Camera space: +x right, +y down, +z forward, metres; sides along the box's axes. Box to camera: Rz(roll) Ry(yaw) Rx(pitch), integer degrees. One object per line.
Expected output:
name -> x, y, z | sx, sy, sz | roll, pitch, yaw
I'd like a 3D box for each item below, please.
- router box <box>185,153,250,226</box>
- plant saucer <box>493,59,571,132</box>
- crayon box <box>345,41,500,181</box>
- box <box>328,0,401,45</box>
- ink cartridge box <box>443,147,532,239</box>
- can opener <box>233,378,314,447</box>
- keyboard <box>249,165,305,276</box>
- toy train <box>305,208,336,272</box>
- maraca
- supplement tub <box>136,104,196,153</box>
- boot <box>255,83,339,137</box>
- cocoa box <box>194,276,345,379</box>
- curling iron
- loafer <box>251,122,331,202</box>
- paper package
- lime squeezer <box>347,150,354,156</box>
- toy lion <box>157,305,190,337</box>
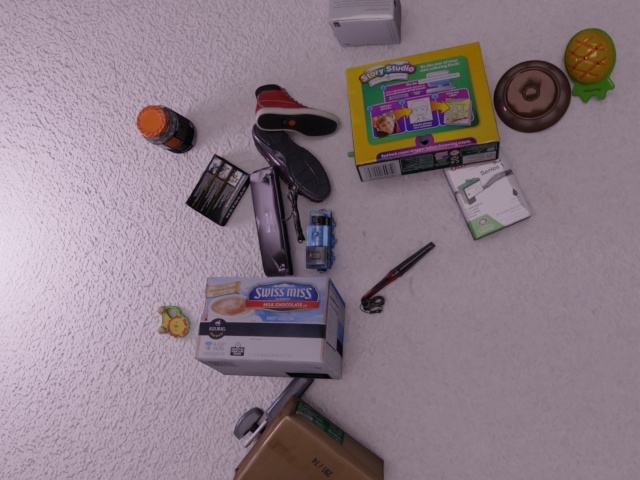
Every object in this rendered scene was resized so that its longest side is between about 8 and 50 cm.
router box -> -0.305, -0.150, 1.809 | 0.133, 0.046, 0.178 | 32, 94, 13
plant saucer -> 0.566, -0.391, 1.613 | 0.199, 0.036, 0.198 | -1, 88, 21
crayon box -> 0.263, -0.341, 1.598 | 0.363, 0.106, 0.312 | -8, 65, 10
box -> 0.127, -0.631, 1.670 | 0.182, 0.181, 0.118 | 2, 87, 13
ink cartridge box -> 0.441, -0.131, 1.606 | 0.160, 0.092, 0.219 | -25, 81, 10
can opener -> -0.140, 0.470, 1.712 | 0.095, 0.076, 0.283 | 40, 94, 12
keyboard -> -0.115, -0.056, 1.712 | 0.202, 0.033, 0.316 | -6, 94, 45
toy train -> 0.000, 0.000, 1.695 | 0.080, 0.105, 0.184 | 1, 87, 13
maraca -> 0.703, -0.456, 1.566 | 0.127, 0.099, 0.185 | -1, 105, 43
supplement tub -> -0.456, -0.331, 1.783 | 0.117, 0.190, 0.116 | -1, 85, 13
boot -> -0.068, -0.390, 1.753 | 0.245, 0.088, 0.176 | 6, 46, -12
cocoa box -> -0.124, 0.236, 1.620 | 0.348, 0.231, 0.227 | -1, 67, 13
curling iron -> 0.216, 0.104, 1.674 | 0.068, 0.035, 0.274 | 45, 97, 8
loafer -> -0.086, -0.223, 1.753 | 0.109, 0.095, 0.302 | -39, 82, -23
paper package -> -0.038, 0.638, 1.598 | 0.325, 0.168, 0.309 | 37, 94, 0
lime squeezer -> 0.217, -0.317, 1.692 | 0.310, 0.059, 0.110 | -43, 78, 8
toy lion -> -0.444, 0.246, 1.824 | 0.096, 0.034, 0.100 | -4, 85, 6
